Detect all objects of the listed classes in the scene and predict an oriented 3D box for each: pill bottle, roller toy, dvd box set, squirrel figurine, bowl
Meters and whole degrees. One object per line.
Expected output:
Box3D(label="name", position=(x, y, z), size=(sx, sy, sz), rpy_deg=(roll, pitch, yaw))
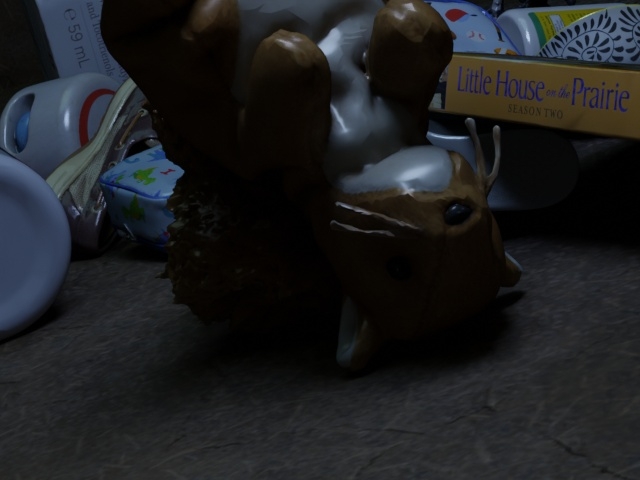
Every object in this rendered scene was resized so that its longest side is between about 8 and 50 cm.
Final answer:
Box3D(label="pill bottle", position=(0.313, -0.217, 1.944), size=(0.208, 0.117, 0.117), rpy_deg=(-6, 10, -18))
Box3D(label="roller toy", position=(-0.335, -0.125, 2.248), size=(0.146, 0.191, 0.209), rpy_deg=(-10, 16, 30))
Box3D(label="dvd box set", position=(0.308, -0.130, 1.524), size=(0.308, 0.062, 0.420), rpy_deg=(0, 8, -28))
Box3D(label="pill bottle", position=(-0.415, -0.015, 1.891), size=(0.210, 0.210, 0.363), rpy_deg=(-21, 14, -14))
Box3D(label="squirrel figurine", position=(0.005, -0.067, 1.417), size=(0.281, 0.370, 0.397), rpy_deg=(-30, -11, -29))
Box3D(label="bowl", position=(0.324, -0.174, 1.829), size=(0.170, 0.080, 0.170), rpy_deg=(-12, -31, -8))

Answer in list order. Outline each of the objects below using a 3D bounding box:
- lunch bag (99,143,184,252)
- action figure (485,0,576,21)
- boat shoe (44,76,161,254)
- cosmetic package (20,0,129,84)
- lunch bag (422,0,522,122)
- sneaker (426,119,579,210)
Box3D(label="lunch bag", position=(-0.135, -0.063, 1.957), size=(0.219, 0.090, 0.176), rpy_deg=(-25, 26, -31))
Box3D(label="action figure", position=(0.287, -0.293, 2.215), size=(0.164, 0.275, 0.141), rpy_deg=(9, 58, 6))
Box3D(label="boat shoe", position=(-0.223, -0.107, 2.105), size=(0.123, 0.123, 0.342), rpy_deg=(17, 49, 27))
Box3D(label="cosmetic package", position=(-0.234, -0.346, 2.508), size=(0.394, 0.329, 0.327), rpy_deg=(-20, 36, -10))
Box3D(label="lunch bag", position=(0.094, -0.176, 1.789), size=(0.303, 0.115, 0.243), rpy_deg=(0, 39, -34))
Box3D(label="sneaker", position=(0.107, -0.072, 1.629), size=(0.296, 0.104, 0.147), rpy_deg=(3, 3, 11))
